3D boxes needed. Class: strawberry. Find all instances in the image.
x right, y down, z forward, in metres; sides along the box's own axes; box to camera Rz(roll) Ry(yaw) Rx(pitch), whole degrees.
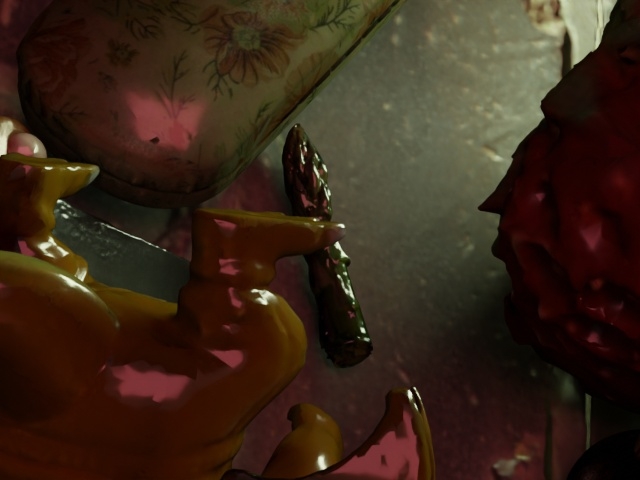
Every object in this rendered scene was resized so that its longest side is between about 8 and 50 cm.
[{"bbox_3d":[0.298,-0.008,1.172,0.345,0.295,0.317,30,42,17],"label":"strawberry"}]

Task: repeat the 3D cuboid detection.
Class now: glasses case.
[{"bbox_3d":[-0.025,-0.185,1.259,0.156,0.098,0.425,35,58,10],"label":"glasses case"}]

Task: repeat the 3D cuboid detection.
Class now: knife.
[{"bbox_3d":[-0.141,0.011,1.094,0.245,0.019,0.072,29,52,-49],"label":"knife"}]

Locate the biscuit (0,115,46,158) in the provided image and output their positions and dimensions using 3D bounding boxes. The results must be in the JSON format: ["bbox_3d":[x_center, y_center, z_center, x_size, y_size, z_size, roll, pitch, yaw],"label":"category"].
[{"bbox_3d":[-0.221,-0.025,1.053,0.205,0.049,0.324,-41,116,-50],"label":"biscuit"}]

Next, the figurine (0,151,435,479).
[{"bbox_3d":[-0.146,0.159,0.924,0.401,0.268,0.387,9,100,8],"label":"figurine"}]

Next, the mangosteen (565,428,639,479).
[{"bbox_3d":[0.215,0.165,1.165,0.140,0.140,0.140,9,63,-17],"label":"mangosteen"}]

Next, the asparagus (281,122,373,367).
[{"bbox_3d":[0.000,0.000,1.219,0.030,0.036,0.165,-10,71,-9],"label":"asparagus"}]
